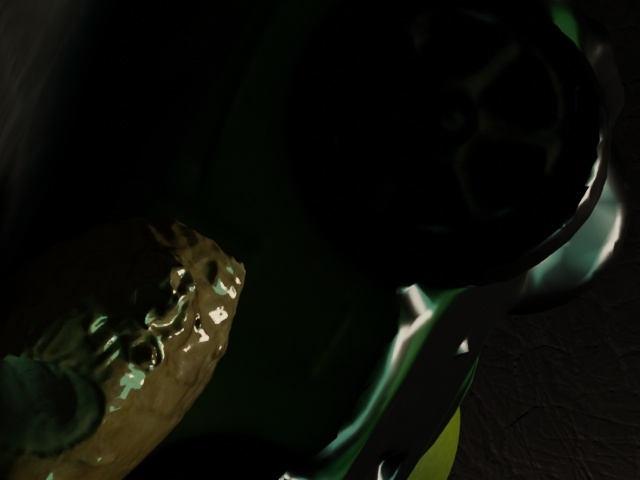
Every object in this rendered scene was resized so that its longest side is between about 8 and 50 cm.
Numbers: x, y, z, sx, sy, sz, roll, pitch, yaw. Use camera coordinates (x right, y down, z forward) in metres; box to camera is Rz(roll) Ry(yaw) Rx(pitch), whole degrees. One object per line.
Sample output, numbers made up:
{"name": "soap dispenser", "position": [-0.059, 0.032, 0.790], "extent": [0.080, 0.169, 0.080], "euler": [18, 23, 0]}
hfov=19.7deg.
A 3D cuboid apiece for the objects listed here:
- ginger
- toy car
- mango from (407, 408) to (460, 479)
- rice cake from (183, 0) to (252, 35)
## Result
{"name": "ginger", "position": [-0.089, 0.059, 0.523], "extent": [0.165, 0.067, 0.096], "euler": [-52, -171, -2]}
{"name": "toy car", "position": [0.000, 0.000, 0.658], "extent": [0.358, 0.176, 0.213], "euler": [-59, 166, 2]}
{"name": "mango", "position": [-0.023, 0.091, 0.893], "extent": [0.273, 0.185, 0.149], "euler": [146, -52, -66]}
{"name": "rice cake", "position": [-0.035, -0.086, 0.793], "extent": [0.124, 0.038, 0.211], "euler": [120, -7, -88]}
